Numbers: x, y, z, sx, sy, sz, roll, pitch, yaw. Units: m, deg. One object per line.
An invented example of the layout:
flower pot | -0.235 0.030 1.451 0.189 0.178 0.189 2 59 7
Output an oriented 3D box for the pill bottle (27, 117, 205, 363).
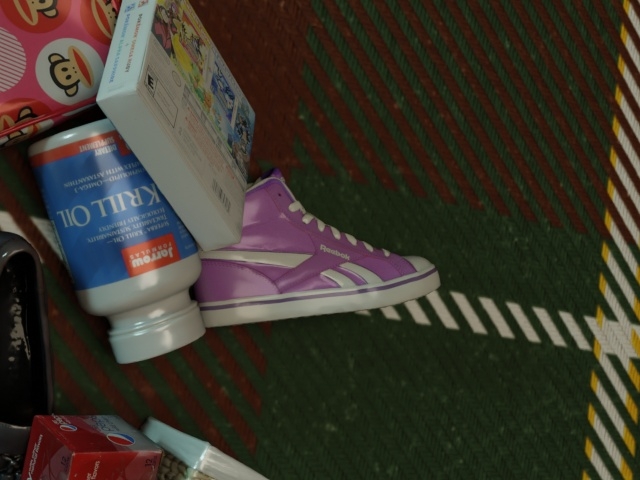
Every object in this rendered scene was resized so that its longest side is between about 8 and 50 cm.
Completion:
pill bottle | -0.184 -0.003 1.070 0.124 0.124 0.221 -22 97 -29

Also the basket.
basket | -0.119 0.246 1.068 0.113 0.167 0.103 35 75 -24

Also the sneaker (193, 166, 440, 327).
sneaker | 0.000 0.000 1.190 0.282 0.102 0.161 -3 85 -30

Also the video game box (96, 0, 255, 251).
video game box | -0.128 -0.124 1.060 0.187 0.048 0.205 -84 154 -42

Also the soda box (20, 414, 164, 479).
soda box | -0.224 0.290 1.001 0.092 0.083 0.263 7 101 -39

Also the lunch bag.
lunch bag | -0.299 -0.237 1.022 0.258 0.120 0.293 -27 99 -29

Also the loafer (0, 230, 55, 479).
loafer | -0.288 0.140 1.008 0.109 0.095 0.302 -2 92 -37
